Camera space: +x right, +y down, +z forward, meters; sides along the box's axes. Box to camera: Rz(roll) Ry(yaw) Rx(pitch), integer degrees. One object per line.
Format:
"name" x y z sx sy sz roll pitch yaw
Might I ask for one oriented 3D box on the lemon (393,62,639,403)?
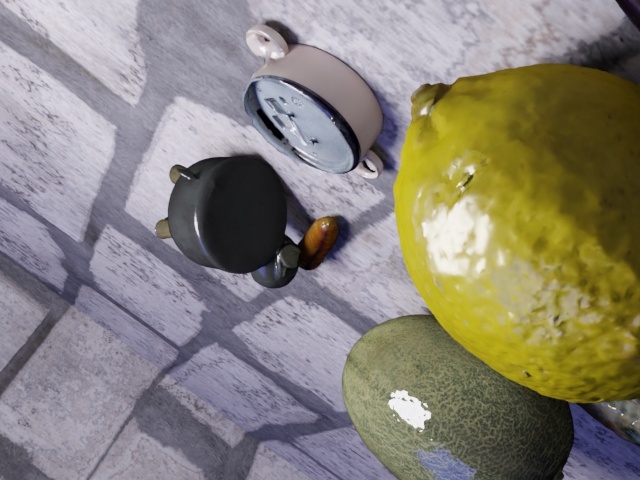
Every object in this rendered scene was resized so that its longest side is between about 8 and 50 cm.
"lemon" 0.196 -0.009 0.766 0.321 0.268 0.268 36 157 6

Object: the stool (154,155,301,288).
"stool" -0.131 -0.016 1.282 0.139 0.153 0.228 5 124 49

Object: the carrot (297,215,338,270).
"carrot" 0.000 0.000 1.302 0.048 0.048 0.139 35 154 -1

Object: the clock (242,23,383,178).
"clock" -0.012 -0.141 1.030 0.155 0.063 0.229 1 139 50

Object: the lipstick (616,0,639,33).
"lipstick" 0.260 -0.149 0.640 0.299 0.081 0.081 44 154 -23

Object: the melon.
"melon" 0.181 0.231 1.262 0.329 0.249 0.249 27 155 23

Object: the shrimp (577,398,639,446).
"shrimp" 0.366 0.158 1.099 0.246 0.085 0.360 33 161 20
